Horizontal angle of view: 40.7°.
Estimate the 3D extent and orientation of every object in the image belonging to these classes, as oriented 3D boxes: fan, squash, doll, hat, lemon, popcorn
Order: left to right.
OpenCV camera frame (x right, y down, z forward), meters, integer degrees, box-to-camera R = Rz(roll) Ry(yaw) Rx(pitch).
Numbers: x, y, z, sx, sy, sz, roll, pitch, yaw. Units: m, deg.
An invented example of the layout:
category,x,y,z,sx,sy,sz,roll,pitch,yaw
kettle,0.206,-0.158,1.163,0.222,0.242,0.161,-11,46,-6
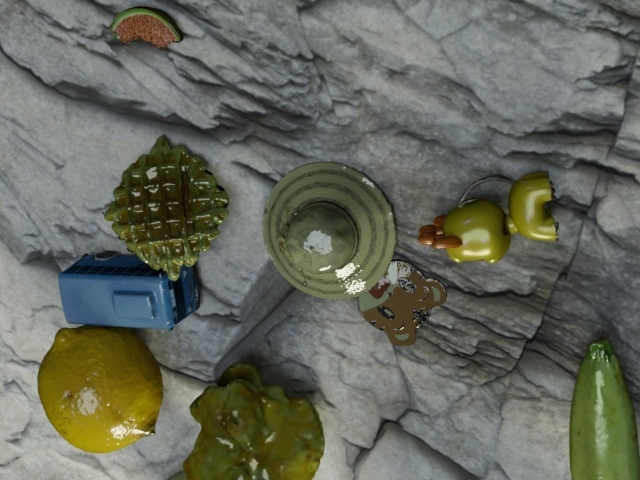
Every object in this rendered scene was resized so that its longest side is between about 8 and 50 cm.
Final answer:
category,x,y,z,sx,sy,sz,roll,pitch,yaw
lemon,-0.416,0.270,1.634,0.228,0.228,0.254,-23,94,24
popcorn,-0.132,0.370,1.583,0.276,0.225,0.277,2,80,-13
hat,0.000,0.000,1.454,0.252,0.110,0.252,5,107,17
fan,0.100,0.079,1.516,0.226,0.008,0.152,36,117,2
doll,0.261,-0.029,1.358,0.220,0.143,0.135,-11,108,14
squash,0.468,0.329,1.437,0.118,0.118,0.371,-4,105,19

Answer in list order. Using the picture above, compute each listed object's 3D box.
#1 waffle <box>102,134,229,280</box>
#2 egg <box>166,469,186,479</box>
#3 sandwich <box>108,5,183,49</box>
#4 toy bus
category,x,y,z,sx,sy,sz,roll,pitch,yaw
waffle,-0.268,-0.057,1.516,0.214,0.054,0.208,38,86,12
egg,-0.267,0.544,1.732,0.149,0.149,0.192,36,113,2
sandwich,-0.294,-0.362,1.462,0.135,0.029,0.067,10,118,13
toy bus,-0.353,0.095,1.598,0.234,0.133,0.116,1,110,18
